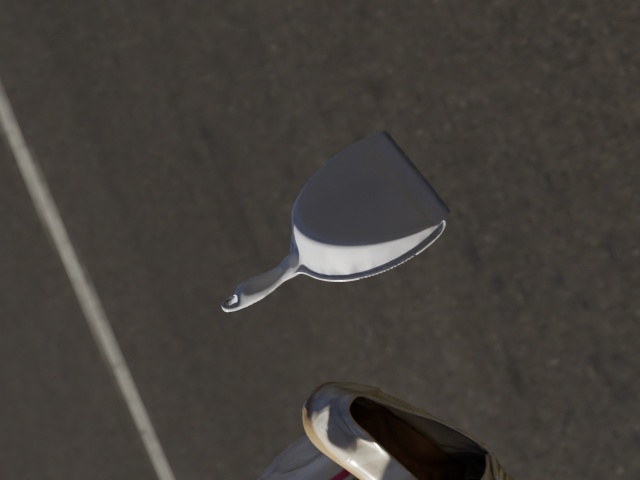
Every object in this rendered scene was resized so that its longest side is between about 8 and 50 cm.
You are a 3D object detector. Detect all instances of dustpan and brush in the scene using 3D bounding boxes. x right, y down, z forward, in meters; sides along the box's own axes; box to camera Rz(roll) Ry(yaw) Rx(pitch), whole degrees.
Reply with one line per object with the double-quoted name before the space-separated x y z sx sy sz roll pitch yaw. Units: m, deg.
"dustpan and brush" 0.000 0.000 1.645 0.147 0.211 0.060 55 166 44

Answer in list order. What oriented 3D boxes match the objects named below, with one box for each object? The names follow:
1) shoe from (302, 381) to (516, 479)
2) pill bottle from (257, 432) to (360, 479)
"shoe" 0.085 0.174 1.332 0.219 0.076 0.058 34 150 -18
"pill bottle" 0.076 0.309 1.765 0.283 0.160 0.160 55 163 -7
